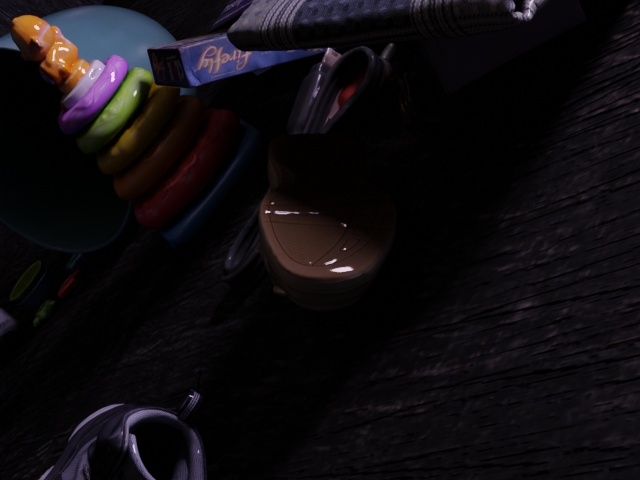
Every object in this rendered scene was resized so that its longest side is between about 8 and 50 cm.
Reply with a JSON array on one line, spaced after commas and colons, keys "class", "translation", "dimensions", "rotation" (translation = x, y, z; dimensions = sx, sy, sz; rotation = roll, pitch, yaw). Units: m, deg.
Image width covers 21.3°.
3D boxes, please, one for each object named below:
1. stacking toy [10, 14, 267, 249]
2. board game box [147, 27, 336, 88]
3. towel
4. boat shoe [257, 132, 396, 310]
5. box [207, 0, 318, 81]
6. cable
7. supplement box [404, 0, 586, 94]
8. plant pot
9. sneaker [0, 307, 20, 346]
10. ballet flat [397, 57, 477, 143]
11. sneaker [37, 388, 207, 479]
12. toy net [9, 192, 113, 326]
[{"class": "stacking toy", "translation": [-0.222, -0.142, 1.874], "dimensions": [0.166, 0.302, 0.175], "rotation": [-51, 18, -1]}, {"class": "board game box", "translation": [-0.046, -0.209, 1.779], "dimensions": [0.243, 0.042, 0.165], "rotation": [-16, 10, -14]}, {"class": "towel", "translation": [0.120, -0.251, 1.370], "dimensions": [0.312, 0.056, 0.324], "rotation": [0, 40, 46]}, {"class": "boat shoe", "translation": [0.000, 0.000, 1.383], "dimensions": [0.302, 0.109, 0.098], "rotation": [-102, 14, -68]}, {"class": "box", "translation": [-0.005, -0.311, 2.026], "dimensions": [0.184, 0.103, 0.261], "rotation": [-55, 17, -22]}, {"class": "cable", "translation": [0.000, -0.076, 1.635], "dimensions": [0.139, 0.072, 0.287], "rotation": [-11, 54, 53]}, {"class": "supplement box", "translation": [0.117, -0.218, 1.436], "dimensions": [0.130, 0.073, 0.239], "rotation": [-28, 28, 1]}, {"class": "plant pot", "translation": [-0.295, -0.166, 2.186], "dimensions": [0.293, 0.293, 0.235], "rotation": [-33, 8, 45]}, {"class": "sneaker", "translation": [-0.535, 0.167, 2.339], "dimensions": [0.210, 0.137, 0.366], "rotation": [-56, 12, -16]}, {"class": "ballet flat", "translation": [0.118, -0.184, 1.507], "dimensions": [0.084, 0.058, 0.250], "rotation": [-32, 25, 46]}, {"class": "sneaker", "translation": [-0.182, 0.224, 1.345], "dimensions": [0.153, 0.101, 0.268], "rotation": [-33, 22, 52]}, {"class": "toy net", "translation": [-0.324, 0.007, 2.272], "dimensions": [0.232, 0.045, 0.122], "rotation": [-51, 16, -1]}]
